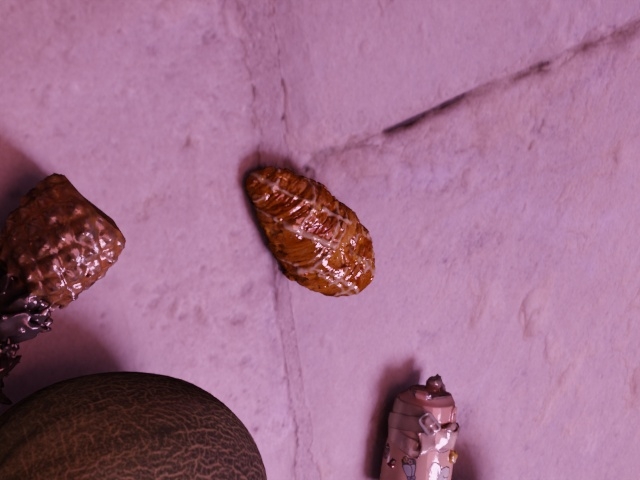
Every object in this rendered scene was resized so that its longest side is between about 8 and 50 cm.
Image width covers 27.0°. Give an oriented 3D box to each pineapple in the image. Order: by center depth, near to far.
[{"bbox_3d":[-0.281,0.057,1.216,0.119,0.111,0.237,41,82,-10],"label":"pineapple"}]

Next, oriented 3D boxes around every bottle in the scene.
[{"bbox_3d":[0.126,0.244,1.658,0.099,0.099,0.152,-2,106,-43],"label":"bottle"}]

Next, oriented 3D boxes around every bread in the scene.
[{"bbox_3d":[0.000,0.000,1.476,0.233,0.076,0.105,45,71,-40],"label":"bread"}]

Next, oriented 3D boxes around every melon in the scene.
[{"bbox_3d":[-0.195,0.242,1.256,0.302,0.237,0.237,3,101,-45],"label":"melon"}]
